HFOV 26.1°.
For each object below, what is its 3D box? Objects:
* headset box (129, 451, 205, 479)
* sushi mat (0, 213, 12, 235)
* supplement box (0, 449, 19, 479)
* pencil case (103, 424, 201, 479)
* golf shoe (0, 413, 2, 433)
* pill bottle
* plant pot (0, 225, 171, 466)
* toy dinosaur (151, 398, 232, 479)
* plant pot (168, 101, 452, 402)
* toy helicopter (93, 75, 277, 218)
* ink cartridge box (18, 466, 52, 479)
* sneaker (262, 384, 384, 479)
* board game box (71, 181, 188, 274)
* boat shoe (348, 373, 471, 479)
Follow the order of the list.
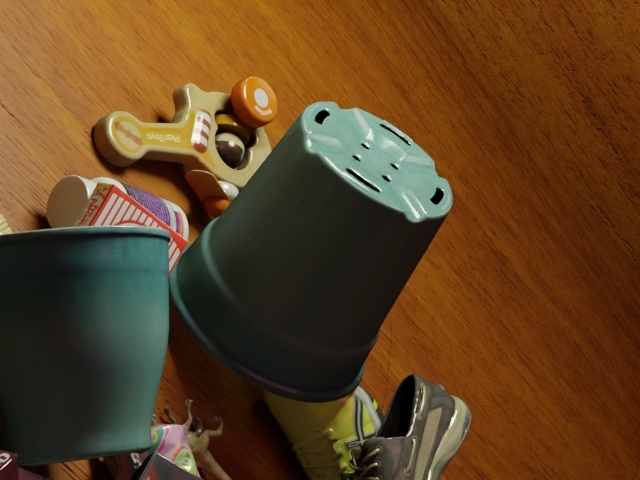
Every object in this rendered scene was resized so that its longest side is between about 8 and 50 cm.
[{"bbox_3d":[-0.154,0.399,1.580,0.293,0.110,0.218,31,60,-7],"label":"headset box"},{"bbox_3d":[-0.474,0.013,1.640,0.151,0.019,0.316,60,27,-8],"label":"sushi mat"},{"bbox_3d":[-0.354,0.338,1.368,0.130,0.073,0.239,-45,139,-62],"label":"supplement box"},{"bbox_3d":[-0.183,0.364,1.714,0.124,0.124,0.284,5,62,-59],"label":"pencil case"},{"bbox_3d":[-0.406,0.255,1.486,0.067,0.086,0.186,39,58,-42],"label":"golf shoe"},{"bbox_3d":[-0.283,-0.026,1.912,0.193,0.108,0.108,23,46,-52],"label":"pill bottle"},{"bbox_3d":[-0.298,0.129,1.599,0.272,0.272,0.255,5,76,-59],"label":"plant pot"},{"bbox_3d":[-0.173,0.283,1.906,0.183,0.053,0.092,41,49,-23],"label":"toy dinosaur"},{"bbox_3d":[0.000,0.000,2.018,0.341,0.334,0.341,25,30,-16],"label":"plant pot"},{"bbox_3d":[-0.207,-0.136,2.167,0.355,0.140,0.234,-1,75,-49],"label":"toy helicopter"},{"bbox_3d":[-0.339,0.301,1.539,0.122,0.089,0.052,36,35,-42],"label":"ink cartridge box"},{"bbox_3d":[0.045,0.349,2.108,0.384,0.145,0.147,52,29,-17],"label":"sneaker"},{"bbox_3d":[-0.279,0.043,1.815,0.147,0.045,0.193,39,71,-38],"label":"board game box"},{"bbox_3d":[0.098,0.343,2.021,0.130,0.132,0.355,42,47,-13],"label":"boat shoe"}]
